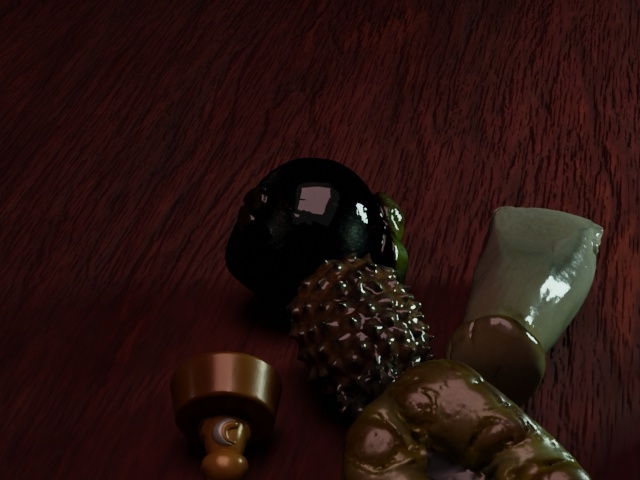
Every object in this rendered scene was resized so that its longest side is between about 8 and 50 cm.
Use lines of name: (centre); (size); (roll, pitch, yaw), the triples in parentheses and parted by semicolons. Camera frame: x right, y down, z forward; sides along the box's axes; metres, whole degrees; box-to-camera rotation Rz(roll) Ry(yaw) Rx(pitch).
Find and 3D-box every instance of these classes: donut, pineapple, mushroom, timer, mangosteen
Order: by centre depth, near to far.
donut: (0.141, 0.256, 1.730); (0.208, 0.128, 0.261); (-39, 63, -14)
timer: (-0.110, 0.225, 1.953); (0.132, 0.132, 0.152); (-3, 50, 2)
pineapple: (0.068, 0.164, 2.005); (0.175, 0.175, 0.361); (-9, 39, -11)
mushroom: (0.262, 0.073, 2.163); (0.154, 0.137, 0.407); (14, 32, 8)
mangosteen: (0.000, 0.000, 2.279); (0.243, 0.243, 0.243); (-3, 26, 1)
